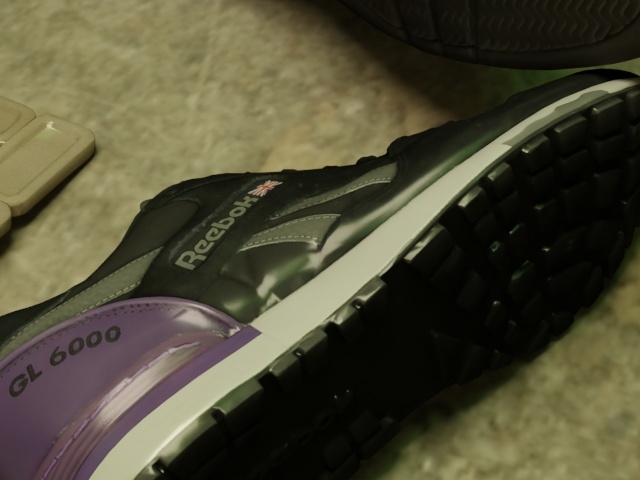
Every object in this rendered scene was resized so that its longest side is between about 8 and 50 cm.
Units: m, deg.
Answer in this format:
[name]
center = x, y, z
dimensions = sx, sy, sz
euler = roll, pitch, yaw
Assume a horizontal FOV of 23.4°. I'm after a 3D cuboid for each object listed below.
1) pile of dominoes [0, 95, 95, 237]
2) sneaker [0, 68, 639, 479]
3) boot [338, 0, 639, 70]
[pile of dominoes]
center = -0.236, 0.004, 0.600
dimensions = 0.196, 0.040, 0.251
euler = 22, 43, 19
[sneaker]
center = 0.000, 0.000, 0.549
dimensions = 0.283, 0.107, 0.124
euler = -33, 50, -27
[boot]
center = 0.093, -0.207, 0.681
dimensions = 0.284, 0.138, 0.377
euler = -29, 32, -27
